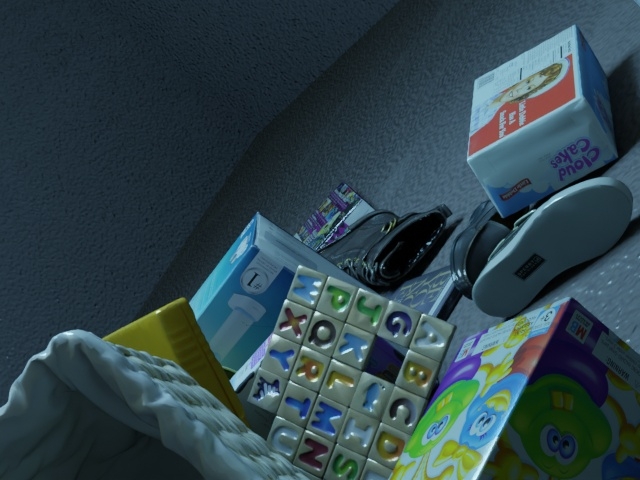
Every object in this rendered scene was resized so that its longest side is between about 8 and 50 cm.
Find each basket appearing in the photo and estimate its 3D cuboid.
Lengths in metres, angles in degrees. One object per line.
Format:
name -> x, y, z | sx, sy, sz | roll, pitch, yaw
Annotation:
basket -> -0.150, 0.295, 1.106 | 0.331, 0.328, 0.266 | -51, -12, 3

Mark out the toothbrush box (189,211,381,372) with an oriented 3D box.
toothbrush box -> -0.078, 0.153, 1.641 | 0.295, 0.216, 0.126 | -53, 11, 16

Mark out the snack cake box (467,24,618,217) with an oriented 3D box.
snack cake box -> 0.265, -0.149, 1.580 | 0.152, 0.089, 0.264 | -27, 20, 21

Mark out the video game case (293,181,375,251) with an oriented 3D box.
video game case -> 0.000, 0.000, 2.305 | 0.210, 0.042, 0.232 | -50, 12, 2

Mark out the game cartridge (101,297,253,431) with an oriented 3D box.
game cartridge -> -0.132, 0.232, 1.424 | 0.053, 0.323, 0.285 | -25, 0, -27

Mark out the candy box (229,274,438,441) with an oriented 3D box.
candy box -> 0.003, 0.167, 1.470 | 0.196, 0.165, 0.070 | -48, 11, 12

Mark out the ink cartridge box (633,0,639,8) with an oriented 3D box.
ink cartridge box -> 0.493, -0.418, 1.546 | 0.272, 0.130, 0.309 | -50, 11, -6

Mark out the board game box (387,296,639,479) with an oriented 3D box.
board game box -> 0.132, 0.200, 0.937 | 0.275, 0.142, 0.144 | -57, 13, -31

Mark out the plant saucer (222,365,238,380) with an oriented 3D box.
plant saucer -> -0.139, 0.260, 1.570 | 0.241, 0.241, 0.037 | -48, -3, 11

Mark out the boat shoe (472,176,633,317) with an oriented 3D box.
boat shoe -> 0.235, -0.006, 1.356 | 0.219, 0.078, 0.070 | -43, 15, 40

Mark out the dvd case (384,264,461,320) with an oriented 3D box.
dvd case -> 0.101, 0.106, 1.657 | 0.164, 0.018, 0.221 | -56, 13, -23

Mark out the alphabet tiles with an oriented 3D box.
alphabet tiles -> 0.015, 0.165, 1.368 | 0.009, 0.198, 0.237 | 22, -91, -59

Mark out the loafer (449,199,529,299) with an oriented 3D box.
loafer -> 0.197, 0.000, 1.529 | 0.061, 0.062, 0.170 | -33, 21, 41

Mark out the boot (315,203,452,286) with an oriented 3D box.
boot -> 0.054, 0.038, 1.845 | 0.263, 0.091, 0.229 | -46, 11, -7
